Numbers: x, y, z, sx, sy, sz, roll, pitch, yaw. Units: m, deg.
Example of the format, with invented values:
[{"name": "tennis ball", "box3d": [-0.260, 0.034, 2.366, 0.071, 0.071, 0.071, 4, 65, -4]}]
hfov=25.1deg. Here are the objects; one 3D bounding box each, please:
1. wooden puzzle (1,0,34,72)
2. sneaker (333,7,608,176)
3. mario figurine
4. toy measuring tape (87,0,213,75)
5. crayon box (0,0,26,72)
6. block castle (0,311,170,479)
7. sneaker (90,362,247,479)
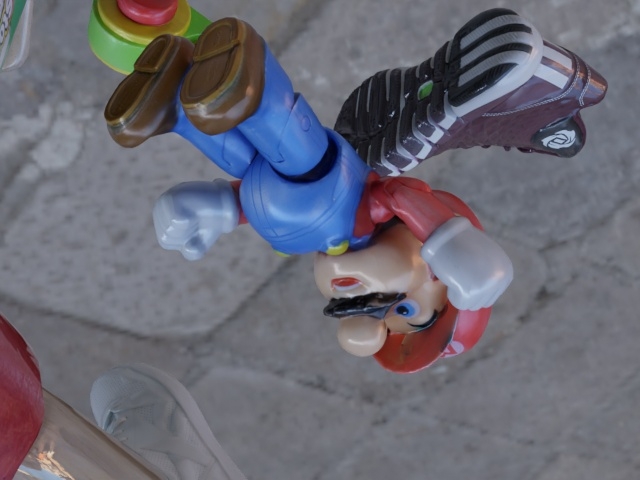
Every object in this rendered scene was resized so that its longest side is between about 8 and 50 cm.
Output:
[{"name": "wooden puzzle", "box3d": [-0.407, -0.385, 1.599, 0.080, 0.347, 0.322, -11, 119, -45]}, {"name": "sneaker", "box3d": [0.136, -0.095, 1.251, 0.162, 0.106, 0.281, 19, 158, -28]}, {"name": "mario figurine", "box3d": [0.000, 0.000, 0.983, 0.170, 0.198, 0.320, -47, 123, 6]}, {"name": "toy measuring tape", "box3d": [-0.255, -0.280, 1.642, 0.121, 0.330, 0.121, -50, 168, -14]}, {"name": "crayon box", "box3d": [-0.393, -0.145, 1.022, 0.313, 0.363, 0.106, 7, 141, 1]}, {"name": "block castle", "box3d": [-0.233, 0.237, 0.430, 0.303, 0.453, 0.213, -13, 143, 30]}, {"name": "sneaker", "box3d": [-0.202, 0.215, 1.452, 0.169, 0.292, 0.108, 3, 114, -39]}]
